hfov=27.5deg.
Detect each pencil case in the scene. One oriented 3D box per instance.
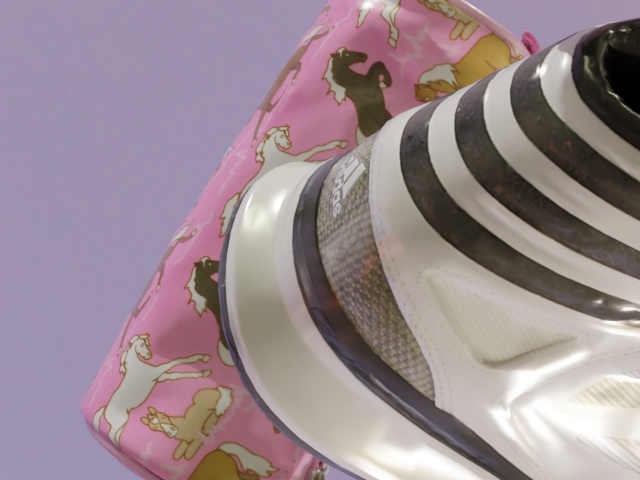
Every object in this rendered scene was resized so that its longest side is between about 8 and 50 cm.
[{"bbox_3d":[0.000,0.000,0.882,0.167,0.160,0.386,32,-95,-22],"label":"pencil case"}]

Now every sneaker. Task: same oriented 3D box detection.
[{"bbox_3d":[0.204,0.065,0.525,0.447,0.257,0.169,29,-128,-31],"label":"sneaker"}]
